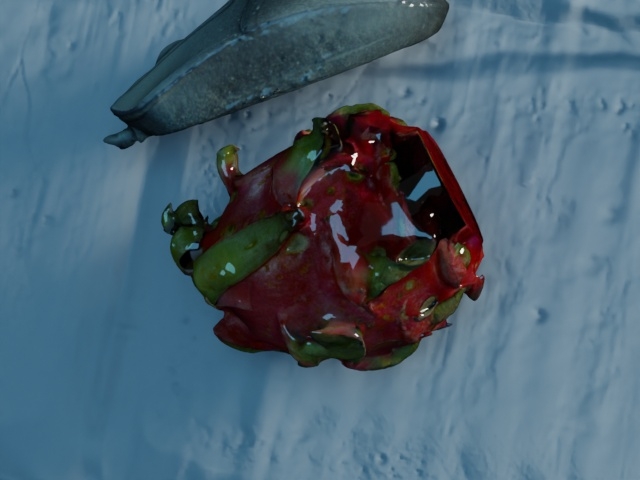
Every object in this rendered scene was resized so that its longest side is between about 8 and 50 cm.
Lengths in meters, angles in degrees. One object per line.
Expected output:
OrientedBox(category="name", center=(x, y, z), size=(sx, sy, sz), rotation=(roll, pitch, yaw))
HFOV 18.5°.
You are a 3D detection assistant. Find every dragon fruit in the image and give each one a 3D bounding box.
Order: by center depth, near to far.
OrientedBox(category="dragon fruit", center=(0.000, 0.000, 1.162), size=(0.172, 0.160, 0.166), rotation=(-27, 123, 10))

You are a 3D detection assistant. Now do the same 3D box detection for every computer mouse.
OrientedBox(category="computer mouse", center=(-0.035, -0.123, 1.202), size=(0.229, 0.113, 0.068), rotation=(-20, 97, 3))
